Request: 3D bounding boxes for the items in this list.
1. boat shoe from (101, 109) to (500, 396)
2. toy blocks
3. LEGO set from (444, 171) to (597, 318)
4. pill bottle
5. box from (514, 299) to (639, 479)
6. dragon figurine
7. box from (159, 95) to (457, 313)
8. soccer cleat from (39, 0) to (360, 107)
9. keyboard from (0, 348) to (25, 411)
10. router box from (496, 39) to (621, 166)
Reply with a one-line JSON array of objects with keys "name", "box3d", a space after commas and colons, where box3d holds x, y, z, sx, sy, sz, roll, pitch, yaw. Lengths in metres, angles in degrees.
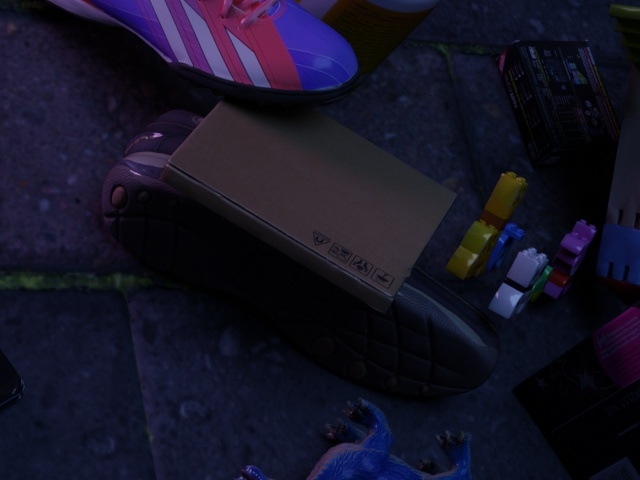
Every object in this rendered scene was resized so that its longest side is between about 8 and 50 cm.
[{"name": "boat shoe", "box3d": [0.000, 0.000, 1.565, 0.355, 0.132, 0.130, 31, 51, -14]}, {"name": "toy blocks", "box3d": [0.391, -0.063, 1.775, 0.381, 0.191, 0.261, 2, 99, -47]}, {"name": "LEGO set", "box3d": [0.170, -0.004, 1.640, 0.087, 0.093, 0.227, 29, 13, 14]}, {"name": "pill bottle", "box3d": [0.036, -0.232, 1.642, 0.136, 0.246, 0.136, 14, 58, -24]}, {"name": "box", "box3d": [0.313, 0.117, 1.611, 0.142, 0.247, 0.163, -28, 80, -37]}, {"name": "dragon figurine", "box3d": [0.062, 0.218, 1.506, 0.289, 0.085, 0.144, 23, 56, -13]}, {"name": "box", "box3d": [-0.005, -0.042, 1.507, 0.201, 0.021, 0.164, 31, 38, 4]}, {"name": "soccer cleat", "box3d": [-0.107, -0.208, 1.549, 0.318, 0.116, 0.108, 27, 39, 21]}, {"name": "keyboard", "box3d": [-0.306, 0.064, 1.416, 0.108, 0.023, 0.180, -31, 81, -45]}, {"name": "router box", "box3d": [0.229, -0.131, 1.836, 0.092, 0.038, 0.122, -3, 66, -32]}]
